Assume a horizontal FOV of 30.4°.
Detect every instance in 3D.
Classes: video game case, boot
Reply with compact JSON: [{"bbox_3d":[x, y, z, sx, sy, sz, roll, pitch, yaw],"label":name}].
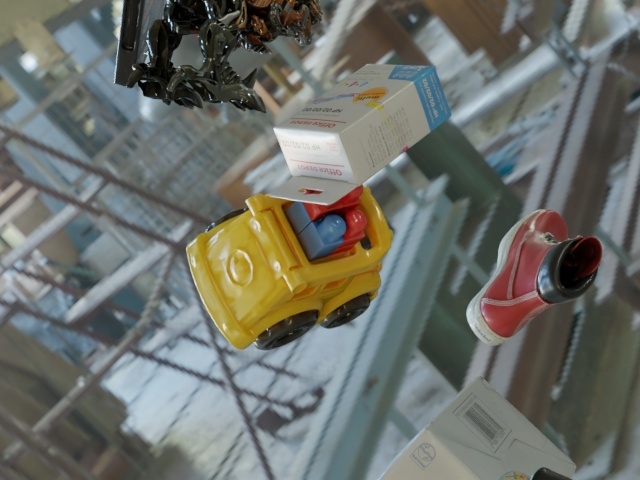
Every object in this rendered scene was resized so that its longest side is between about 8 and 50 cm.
[{"bbox_3d":[-0.224,-0.388,1.604,0.248,0.035,0.274,108,175,-47],"label":"video game case"},{"bbox_3d":[0.294,0.016,1.448,0.176,0.088,0.244,-38,10,43],"label":"boot"}]

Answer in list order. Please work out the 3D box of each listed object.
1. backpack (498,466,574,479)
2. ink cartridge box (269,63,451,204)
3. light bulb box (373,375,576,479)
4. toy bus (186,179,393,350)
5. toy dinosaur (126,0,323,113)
[{"bbox_3d":[0.230,0.342,1.212,0.144,0.166,0.188,16,74,47],"label":"backpack"},{"bbox_3d":[0.030,-0.110,1.180,0.181,0.061,0.104,-38,29,-30],"label":"ink cartridge box"},{"bbox_3d":[0.172,0.441,1.809,0.361,0.225,0.358,-50,-12,17],"label":"light bulb box"},{"bbox_3d":[0.000,0.000,1.271,0.220,0.149,0.211,-13,-22,-42],"label":"toy bus"},{"bbox_3d":[-0.135,-0.266,1.355,0.164,0.322,0.218,10,90,65],"label":"toy dinosaur"}]
